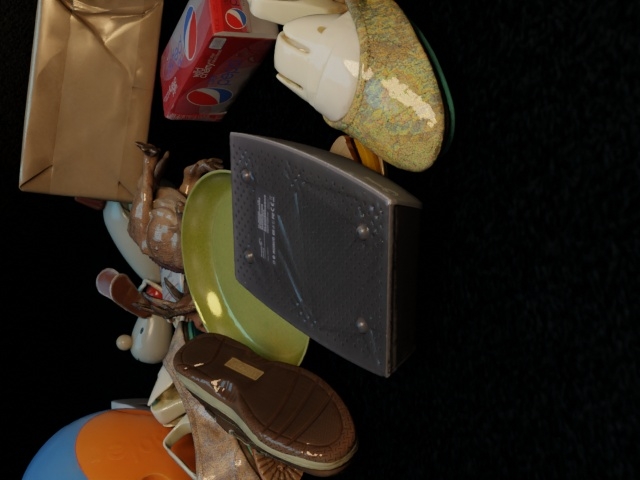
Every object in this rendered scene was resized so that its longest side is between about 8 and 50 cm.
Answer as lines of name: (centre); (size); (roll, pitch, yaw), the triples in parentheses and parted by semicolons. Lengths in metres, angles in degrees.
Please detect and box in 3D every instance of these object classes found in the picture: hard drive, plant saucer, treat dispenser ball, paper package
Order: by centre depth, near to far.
hard drive: (0.000, 0.000, 0.863); (0.255, 0.054, 0.171); (27, 124, 52)
plant saucer: (-0.074, 0.037, 1.065); (0.241, 0.037, 0.240); (23, 121, 46)
treat dispenser ball: (-0.269, 0.374, 1.319); (0.288, 0.288, 0.288); (178, 90, -68)
paper package: (-0.331, -0.234, 1.439); (0.325, 0.168, 0.309); (-117, 35, -73)

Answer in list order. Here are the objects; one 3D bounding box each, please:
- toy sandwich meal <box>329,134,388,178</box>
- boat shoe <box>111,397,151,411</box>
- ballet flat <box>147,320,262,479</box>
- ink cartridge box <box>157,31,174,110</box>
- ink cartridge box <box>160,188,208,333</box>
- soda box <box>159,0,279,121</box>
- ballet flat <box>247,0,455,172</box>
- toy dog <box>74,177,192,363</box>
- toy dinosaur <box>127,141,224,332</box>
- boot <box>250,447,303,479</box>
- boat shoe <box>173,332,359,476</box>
toy sandwich meal: (0.033, -0.058, 0.877); (0.085, 0.029, 0.085); (178, 90, -68)
boat shoe: (-0.292, 0.322, 1.648); (0.267, 0.096, 0.088); (-2, 85, 60)
ballet flat: (-0.163, 0.219, 1.246); (0.107, 0.106, 0.316); (59, 177, -37)
ink cartridge box: (-0.237, -0.268, 1.537); (0.063, 0.029, 0.115); (-124, 37, -54)
ink cartridge box: (-0.186, 0.037, 1.383); (0.115, 0.067, 0.198); (139, 125, -62)
soda box: (-0.133, -0.237, 1.209); (0.263, 0.084, 0.092); (145, 121, -64)
ballet flat: (0.002, -0.185, 0.832); (0.123, 0.123, 0.348); (111, 149, -44)
toy dog: (-0.321, 0.033, 1.594); (0.220, 0.161, 0.333); (144, 122, -64)
toy dinosaur: (-0.194, -0.002, 1.263); (0.295, 0.127, 0.200); (49, 126, 40)
boot: (-0.053, 0.231, 1.091); (0.158, 0.059, 0.084); (-106, 21, -50)
boat shoe: (-0.049, 0.180, 1.004); (0.257, 0.095, 0.095); (28, 143, 46)
